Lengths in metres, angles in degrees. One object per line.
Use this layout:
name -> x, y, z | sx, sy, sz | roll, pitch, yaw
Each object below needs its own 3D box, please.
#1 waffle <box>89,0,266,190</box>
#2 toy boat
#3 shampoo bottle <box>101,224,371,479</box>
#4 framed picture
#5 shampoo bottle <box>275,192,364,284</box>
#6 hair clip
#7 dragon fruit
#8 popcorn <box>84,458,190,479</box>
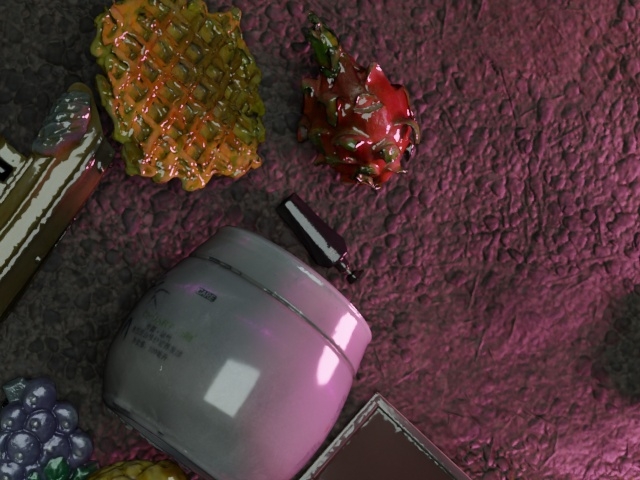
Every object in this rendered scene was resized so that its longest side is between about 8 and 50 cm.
waffle -> -0.169, -0.185, 1.836 | 0.245, 0.052, 0.254 | -9, 84, -41
toy boat -> -0.405, -0.003, 1.777 | 0.162, 0.136, 0.445 | 35, 82, -4
shampoo bottle -> -0.098, 0.143, 1.767 | 0.273, 0.273, 0.266 | 37, 75, -9
framed picture -> 0.096, 0.348, 1.935 | 0.252, 0.014, 0.197 | 44, 80, -8
shampoo bottle -> 0.000, 0.000, 1.918 | 0.048, 0.027, 0.137 | -43, 97, -9
hair clip -> -0.339, 0.257, 1.831 | 0.124, 0.052, 0.195 | -25, 102, -6
dragon fruit -> 0.032, -0.174, 1.877 | 0.135, 0.137, 0.236 | -36, 98, -26
popcorn -> -0.218, 0.340, 1.794 | 0.180, 0.170, 0.180 | 8, 119, 15
